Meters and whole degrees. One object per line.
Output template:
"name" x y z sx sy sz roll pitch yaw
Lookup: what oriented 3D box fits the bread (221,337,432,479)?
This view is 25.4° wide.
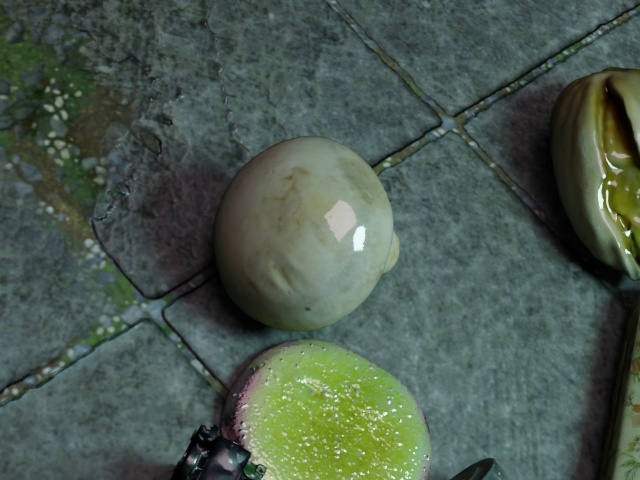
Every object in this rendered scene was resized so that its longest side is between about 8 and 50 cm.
"bread" 0.010 0.196 1.448 0.228 0.033 0.229 10 53 -13

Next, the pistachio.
"pistachio" 0.370 -0.084 1.724 0.166 0.197 0.288 -15 62 18

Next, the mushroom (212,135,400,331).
"mushroom" -0.016 -0.007 1.507 0.206 0.209 0.206 0 88 7

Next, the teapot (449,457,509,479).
"teapot" 0.149 0.287 1.421 0.091 0.124 0.092 52 11 -1

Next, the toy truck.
"toy truck" -0.133 0.293 1.264 0.088 0.121 0.259 29 50 -2

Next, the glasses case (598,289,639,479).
"glasses case" 0.392 0.211 1.548 0.156 0.098 0.425 20 51 0
